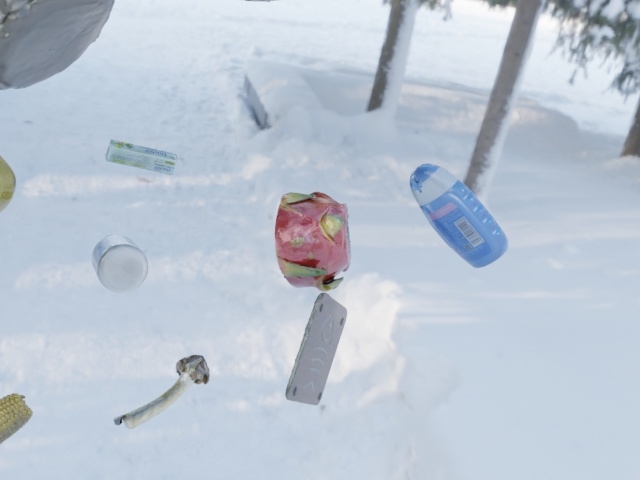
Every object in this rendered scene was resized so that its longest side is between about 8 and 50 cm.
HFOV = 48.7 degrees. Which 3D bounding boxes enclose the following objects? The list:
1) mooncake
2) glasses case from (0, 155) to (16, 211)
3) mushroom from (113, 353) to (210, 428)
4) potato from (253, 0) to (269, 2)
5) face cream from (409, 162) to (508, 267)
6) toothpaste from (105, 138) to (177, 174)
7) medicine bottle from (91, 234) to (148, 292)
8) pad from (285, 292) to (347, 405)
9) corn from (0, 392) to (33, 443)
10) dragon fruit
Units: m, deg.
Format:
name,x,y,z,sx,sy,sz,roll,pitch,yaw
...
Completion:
name,x,y,z,sx,sy,sz,roll,pitch,yaw
mooncake,-0.416,-0.333,1.026,0.124,0.228,0.228,53,26,-3
glasses case,-0.748,-0.171,1.295,0.371,0.173,0.141,45,18,1
mushroom,-0.263,0.260,1.201,0.187,0.060,0.061,-38,12,-35
potato,-0.108,-0.545,1.349,0.299,0.196,0.246,-30,-5,-1
face cream,0.295,-0.060,1.561,0.264,0.149,0.083,49,56,-8
toothpaste,-0.426,-0.197,1.684,0.164,0.046,0.034,10,34,-28
medicine bottle,-0.445,0.046,1.554,0.106,0.107,0.191,2,8,-23
pad,-0.004,0.293,1.877,0.018,0.284,0.286,15,-11,20
corn,-0.566,0.325,1.148,0.068,0.068,0.207,28,47,33
dragon fruit,0.000,0.000,2.008,0.189,0.291,0.291,-4,18,16
